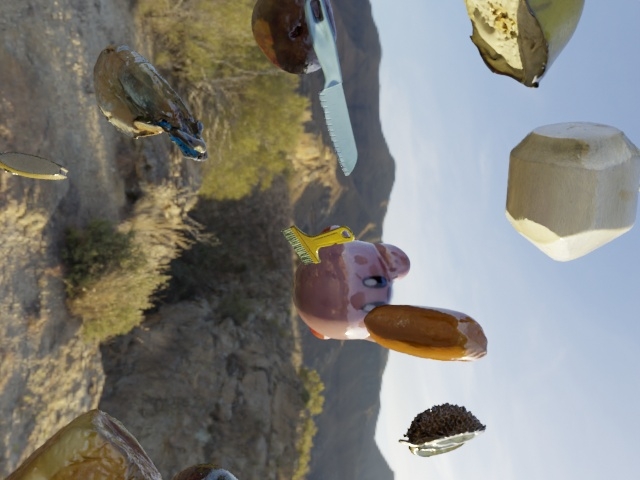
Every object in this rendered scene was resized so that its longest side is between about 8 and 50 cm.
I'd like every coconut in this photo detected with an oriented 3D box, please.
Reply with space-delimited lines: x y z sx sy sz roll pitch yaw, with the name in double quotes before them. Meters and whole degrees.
"coconut" 0.478 -0.087 1.080 0.237 0.238 0.265 -95 -177 -65

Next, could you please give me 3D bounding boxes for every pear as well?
"pear" 0.384 -0.425 1.014 0.266 0.178 0.267 57 3 -5

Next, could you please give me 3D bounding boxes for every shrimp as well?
"shrimp" -0.461 -0.348 1.488 0.110 0.446 0.221 -16 140 -55

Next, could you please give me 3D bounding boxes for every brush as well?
"brush" 0.000 0.000 0.974 0.083 0.011 0.205 56 -28 -12

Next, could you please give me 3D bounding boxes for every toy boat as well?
"toy boat" -0.604 -0.153 1.172 0.049 0.149 0.047 162 -62 -70

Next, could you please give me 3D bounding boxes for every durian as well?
"durian" 0.237 0.379 1.151 0.148 0.189 0.091 115 -38 -52

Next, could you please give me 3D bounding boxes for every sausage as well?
"sausage" 0.175 0.155 0.962 0.238 0.098 0.098 2 -84 50

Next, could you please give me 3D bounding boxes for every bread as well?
"bread" -0.354 0.367 0.721 0.167 0.294 0.132 42 -18 14

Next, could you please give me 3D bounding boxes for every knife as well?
"knife" 0.018 -0.224 0.855 0.019 0.045 0.313 56 -12 48

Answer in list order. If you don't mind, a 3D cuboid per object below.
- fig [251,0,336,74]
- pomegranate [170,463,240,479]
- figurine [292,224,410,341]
"fig" -0.072 -0.432 1.114 0.274 0.146 0.170 53 -15 52
"pomegranate" -0.233 0.522 1.027 0.214 0.248 0.214 44 35 -43
"figurine" 0.036 0.103 1.219 0.261 0.211 0.269 8 -87 51
